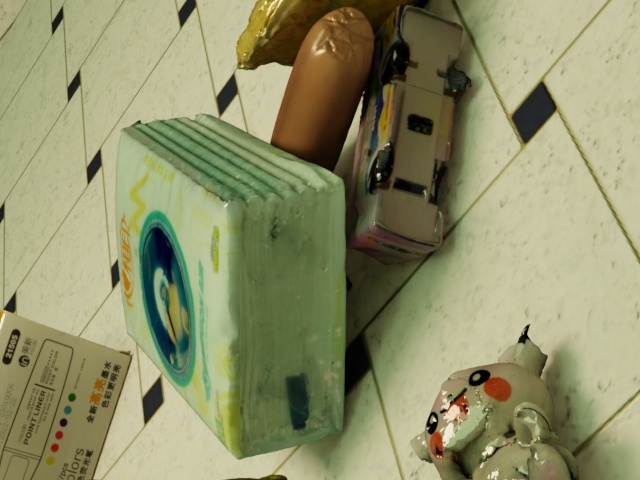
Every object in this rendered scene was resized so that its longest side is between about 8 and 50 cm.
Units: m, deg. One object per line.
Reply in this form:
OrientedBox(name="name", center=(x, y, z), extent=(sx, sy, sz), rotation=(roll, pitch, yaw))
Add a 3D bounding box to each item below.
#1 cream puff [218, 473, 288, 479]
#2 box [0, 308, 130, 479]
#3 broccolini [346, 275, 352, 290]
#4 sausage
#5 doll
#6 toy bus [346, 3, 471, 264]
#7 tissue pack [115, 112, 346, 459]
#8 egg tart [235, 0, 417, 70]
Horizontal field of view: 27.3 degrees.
OrientedBox(name="cream puff", center=(-0.047, 0.336, 1.041), extent=(0.378, 0.378, 0.275), rotation=(33, 105, 61))
OrientedBox(name="box", center=(-0.411, 0.254, 1.852), extent=(0.091, 0.221, 0.274), rotation=(2, 74, 54))
OrientedBox(name="broccolini", center=(-0.006, -0.002, 1.526), extent=(0.054, 0.052, 0.194), rotation=(-44, 36, 30))
OrientedBox(name="sausage", center=(-0.004, -0.142, 1.480), extent=(0.289, 0.086, 0.086), rotation=(113, 162, -53))
OrientedBox(name="doll", center=(0.152, 0.173, 1.092), extent=(0.149, 0.095, 0.192), rotation=(-48, 31, 19))
OrientedBox(name="toy bus", center=(0.089, -0.108, 1.401), extent=(0.112, 0.090, 0.274), rotation=(141, 142, -58))
OrientedBox(name="tissue pack", center=(-0.109, 0.032, 1.481), extent=(0.388, 0.162, 0.287), rotation=(-148, 55, -61))
OrientedBox(name="egg tart", center=(0.032, -0.285, 1.526), extent=(0.319, 0.128, 0.319), rotation=(-46, -1, -1))
